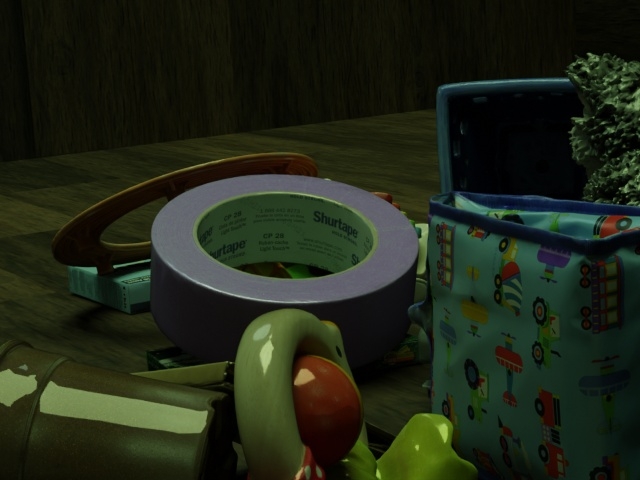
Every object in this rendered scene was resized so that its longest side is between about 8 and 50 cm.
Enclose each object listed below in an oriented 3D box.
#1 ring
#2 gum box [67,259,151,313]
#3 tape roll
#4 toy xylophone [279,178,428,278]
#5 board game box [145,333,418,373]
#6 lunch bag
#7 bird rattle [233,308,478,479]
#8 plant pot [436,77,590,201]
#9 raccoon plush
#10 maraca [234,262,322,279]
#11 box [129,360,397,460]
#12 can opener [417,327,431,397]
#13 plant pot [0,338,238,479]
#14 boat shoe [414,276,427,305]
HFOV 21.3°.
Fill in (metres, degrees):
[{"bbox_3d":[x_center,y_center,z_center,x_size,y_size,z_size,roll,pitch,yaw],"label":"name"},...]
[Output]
[{"bbox_3d":[-0.159,-0.025,2.045,0.337,0.032,0.336,-18,-12,-4],"label":"ring"},{"bbox_3d":[-0.216,0.049,2.185,0.157,0.041,0.184,-10,13,-30],"label":"gum box"},{"bbox_3d":[-0.038,0.031,1.755,0.275,0.090,0.275,3,30,-2],"label":"tape roll"},{"bbox_3d":[0.000,0.000,2.049,0.236,0.081,0.323,-4,-11,17],"label":"toy xylophone"},{"bbox_3d":[-0.038,0.120,1.756,0.260,0.030,0.136,-7,8,-19],"label":"board game box"},{"bbox_3d":[0.162,0.082,1.336,0.138,0.220,0.293,-10,12,-33],"label":"lunch bag"},{"bbox_3d":[-0.014,0.149,1.137,0.143,0.206,0.253,-19,-8,28],"label":"bird rattle"},{"bbox_3d":[0.294,-0.104,2.353,0.236,0.235,0.212,-2,3,13],"label":"plant pot"},{"bbox_3d":[0.400,-0.049,1.767,0.216,0.299,0.446,-7,11,-18],"label":"raccoon plush"},{"bbox_3d":[-0.073,0.060,1.901,0.186,0.099,0.127,2,42,-18],"label":"maraca"},{"bbox_3d":[-0.050,0.138,1.333,0.164,0.021,0.201,25,-18,-24],"label":"box"},{"bbox_3d":[0.160,0.099,1.646,0.074,0.093,0.280,-2,5,17],"label":"can opener"},{"bbox_3d":[-0.152,0.161,1.220,0.165,0.167,0.167,5,12,11],"label":"plant pot"},{"bbox_3d":[0.067,0.058,2.013,0.125,0.046,0.038,-3,9,-17],"label":"boat shoe"}]
